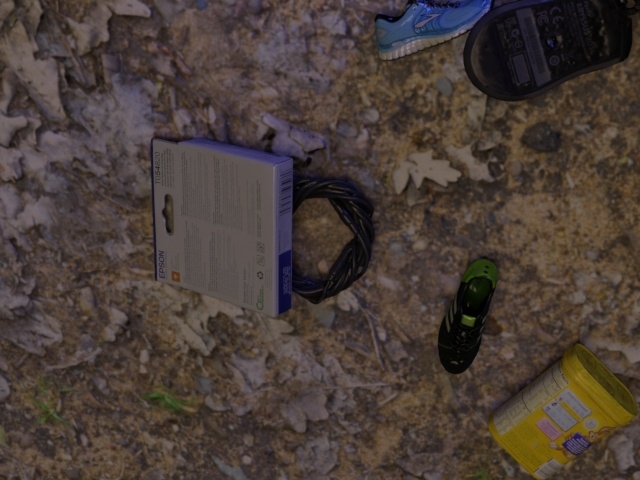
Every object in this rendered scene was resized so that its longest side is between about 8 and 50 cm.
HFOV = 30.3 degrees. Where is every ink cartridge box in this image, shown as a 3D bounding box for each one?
[{"bbox_3d":[-0.137,-0.025,1.636,0.224,0.045,0.223,15,114,32],"label":"ink cartridge box"}]

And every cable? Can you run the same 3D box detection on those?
[{"bbox_3d":[0.000,0.000,1.638,0.151,0.047,0.184,2,108,6],"label":"cable"}]

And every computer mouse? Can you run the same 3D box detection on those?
[{"bbox_3d":[0.304,-0.248,1.458,0.272,0.072,0.188,-14,104,-2],"label":"computer mouse"}]

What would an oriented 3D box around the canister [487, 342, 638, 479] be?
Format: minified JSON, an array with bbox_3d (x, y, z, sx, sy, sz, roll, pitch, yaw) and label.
[{"bbox_3d":[0.331,0.240,1.634,0.126,0.073,0.170,44,114,-6],"label":"canister"}]

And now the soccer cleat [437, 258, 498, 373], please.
[{"bbox_3d":[0.198,0.109,1.614,0.060,0.072,0.179,17,112,6],"label":"soccer cleat"}]

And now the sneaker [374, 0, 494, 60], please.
[{"bbox_3d":[0.140,-0.283,1.490,0.162,0.063,0.073,-18,102,17],"label":"sneaker"}]
